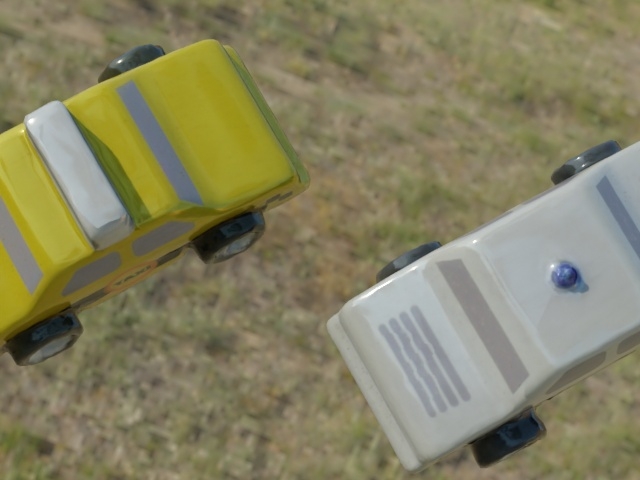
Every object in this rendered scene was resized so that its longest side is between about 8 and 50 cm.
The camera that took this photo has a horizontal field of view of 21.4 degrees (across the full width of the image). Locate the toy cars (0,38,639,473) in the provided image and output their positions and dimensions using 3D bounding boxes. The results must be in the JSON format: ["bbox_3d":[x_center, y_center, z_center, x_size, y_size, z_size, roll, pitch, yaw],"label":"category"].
[{"bbox_3d":[0.000,0.000,0.734,0.394,0.176,0.087,11,-12,2],"label":"toy cars"}]
